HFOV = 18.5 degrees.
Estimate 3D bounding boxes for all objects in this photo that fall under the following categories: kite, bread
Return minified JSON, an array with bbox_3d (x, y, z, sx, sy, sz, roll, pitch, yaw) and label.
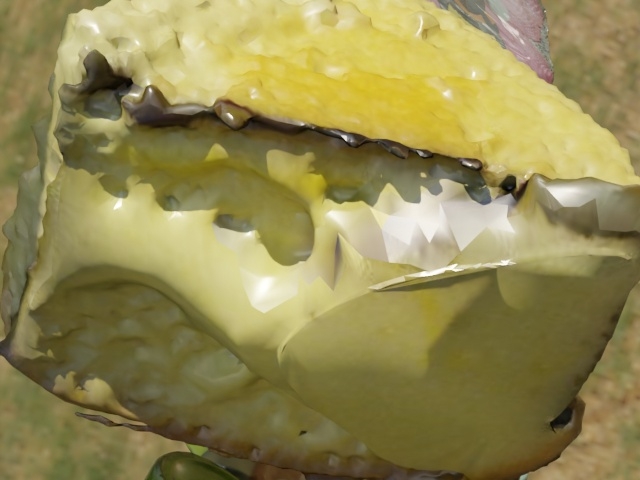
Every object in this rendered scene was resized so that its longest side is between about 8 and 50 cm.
[{"bbox_3d":[0.106,-0.119,1.280,0.022,0.204,0.360,-37,38,28],"label":"kite"},{"bbox_3d":[0.000,0.000,0.847,0.162,0.262,0.204,-77,6,-57],"label":"bread"}]

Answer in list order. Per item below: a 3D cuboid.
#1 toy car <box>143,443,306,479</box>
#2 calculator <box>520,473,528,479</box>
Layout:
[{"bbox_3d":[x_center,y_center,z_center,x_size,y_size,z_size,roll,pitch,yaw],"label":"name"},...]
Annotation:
[{"bbox_3d":[-0.010,0.197,0.979,0.145,0.235,0.235,-58,37,18],"label":"toy car"},{"bbox_3d":[0.084,0.212,1.181,0.299,0.186,0.041,-81,-8,-63],"label":"calculator"}]
